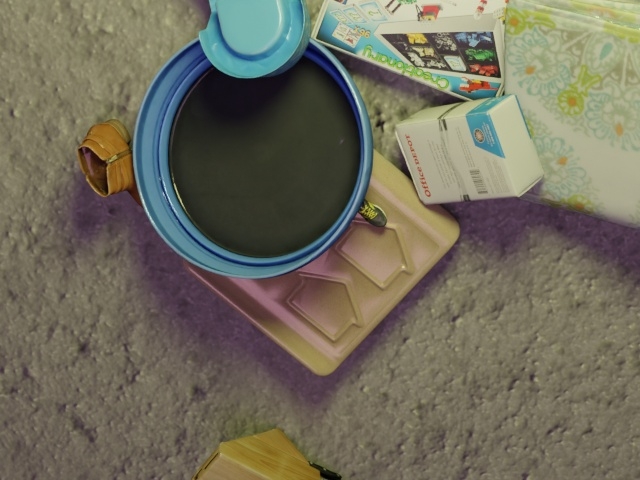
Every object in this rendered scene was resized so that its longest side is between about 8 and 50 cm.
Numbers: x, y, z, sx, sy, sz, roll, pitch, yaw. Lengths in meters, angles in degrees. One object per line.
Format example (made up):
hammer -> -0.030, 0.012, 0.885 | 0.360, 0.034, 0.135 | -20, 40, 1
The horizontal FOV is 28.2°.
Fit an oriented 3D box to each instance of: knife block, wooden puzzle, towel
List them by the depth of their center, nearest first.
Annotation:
towel -> 0.421, -0.189, 1.844 | 0.320, 0.090, 0.374 | 19, 131, 31
wooden puzzle -> 0.000, 0.000, 2.069 | 0.322, 0.080, 0.348 | 39, 105, -7
knife block -> -0.055, 0.439, 2.152 | 0.242, 0.275, 0.088 | 47, 111, 22

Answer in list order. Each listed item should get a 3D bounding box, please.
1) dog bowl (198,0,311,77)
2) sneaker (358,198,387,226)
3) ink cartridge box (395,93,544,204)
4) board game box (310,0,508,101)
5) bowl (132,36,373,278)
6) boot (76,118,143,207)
dog bowl -> -0.104, -0.376, 1.884 | 0.166, 0.074, 0.297 | -16, 79, 17
sneaker -> 0.069, -0.048, 1.989 | 0.083, 0.035, 0.031 | 40, 106, -7
ink cartridge box -> 0.224, -0.136, 1.935 | 0.190, 0.082, 0.140 | -2, 116, 49
board game box -> 0.159, -0.340, 1.925 | 0.305, 0.053, 0.193 | 21, 114, -3
bowl -> -0.101, -0.136, 1.962 | 0.391, 0.077, 0.391 | 0, 91, 20
boot -> -0.313, -0.095, 2.030 | 0.073, 0.152, 0.197 | -34, 102, 18
